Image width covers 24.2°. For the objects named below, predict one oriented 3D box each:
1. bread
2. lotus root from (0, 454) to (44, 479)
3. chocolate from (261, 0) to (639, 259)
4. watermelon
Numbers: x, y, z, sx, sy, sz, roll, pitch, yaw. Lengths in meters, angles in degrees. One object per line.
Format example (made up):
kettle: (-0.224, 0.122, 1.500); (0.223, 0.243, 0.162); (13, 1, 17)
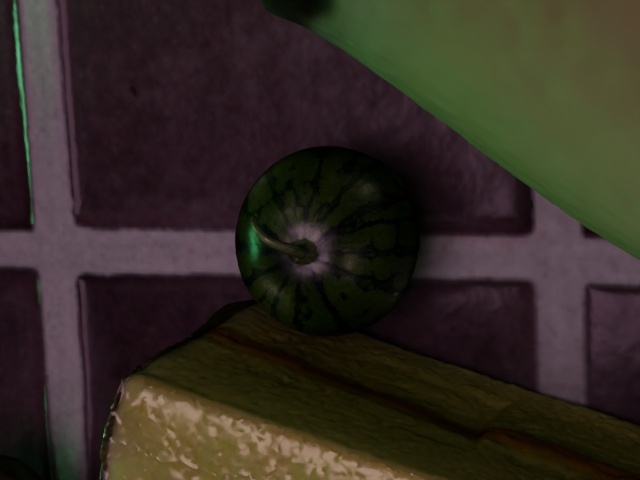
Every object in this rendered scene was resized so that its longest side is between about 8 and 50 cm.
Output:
bread: (0.029, 0.152, 0.740); (0.264, 0.168, 0.163); (17, 106, 20)
lotus root: (-0.176, 0.232, 0.868); (0.123, 0.124, 0.241); (-30, 83, 10)
chocolate: (0.176, -0.150, 0.558); (0.297, 0.314, 0.326); (31, 112, 7)
watermelon: (0.004, 0.001, 0.760); (0.109, 0.109, 0.109); (4, 100, 24)
